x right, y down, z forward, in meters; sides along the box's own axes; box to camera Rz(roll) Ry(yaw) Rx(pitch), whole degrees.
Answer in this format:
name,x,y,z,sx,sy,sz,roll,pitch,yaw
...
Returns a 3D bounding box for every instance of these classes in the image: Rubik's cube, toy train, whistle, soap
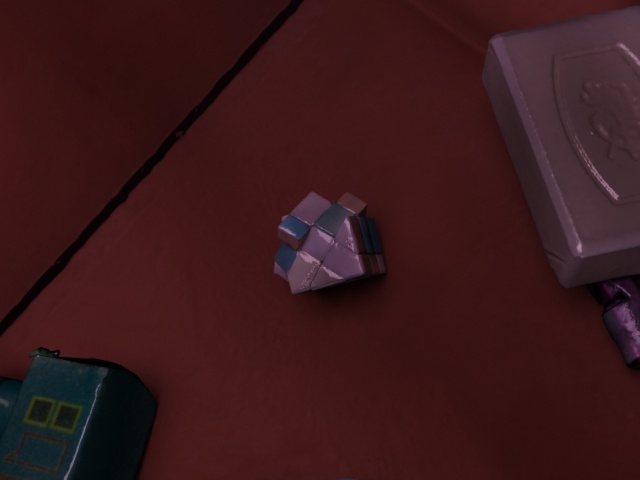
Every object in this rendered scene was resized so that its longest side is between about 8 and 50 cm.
name,x,y,z,sx,sy,sz,roll,pitch,yaw
Rubik's cube,0.002,0.000,0.860,0.084,0.075,0.073,-12,86,2
toy train,-0.284,0.173,0.898,0.298,0.120,0.194,7,67,24
whistle,0.194,0.009,0.808,0.033,0.033,0.176,-26,64,11
soap,0.196,-0.066,0.793,0.121,0.064,0.183,-12,64,-9

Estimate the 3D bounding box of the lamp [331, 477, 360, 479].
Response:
name,x,y,z,sx,sy,sz,roll,pitch,yaw
lamp,-0.077,0.276,0.757,0.284,0.147,0.209,-17,69,16
